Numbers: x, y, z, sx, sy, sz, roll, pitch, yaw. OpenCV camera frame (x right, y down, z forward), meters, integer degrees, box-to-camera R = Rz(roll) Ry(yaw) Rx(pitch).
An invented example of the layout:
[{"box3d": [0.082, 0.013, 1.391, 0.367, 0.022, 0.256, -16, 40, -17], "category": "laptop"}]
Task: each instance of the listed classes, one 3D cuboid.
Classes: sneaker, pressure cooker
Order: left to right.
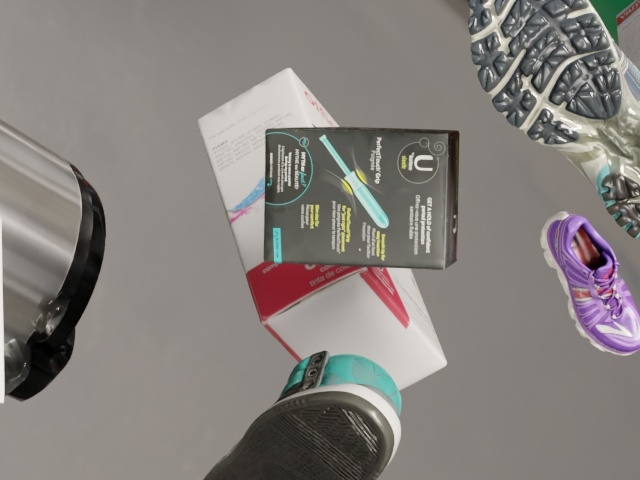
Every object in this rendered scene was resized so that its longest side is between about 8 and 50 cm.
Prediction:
[{"box3d": [-0.489, 0.010, 2.363, 0.375, 0.370, 0.420, 7, -18, 46], "category": "pressure cooker"}, {"box3d": [0.019, 0.165, 1.613, 0.124, 0.178, 0.295, 48, -38, -2], "category": "sneaker"}, {"box3d": [0.219, -0.116, 1.479, 0.283, 0.110, 0.122, 52, 16, -10], "category": "sneaker"}, {"box3d": [0.287, 0.047, 1.853, 0.170, 0.068, 0.071, 57, -15, -11], "category": "sneaker"}]

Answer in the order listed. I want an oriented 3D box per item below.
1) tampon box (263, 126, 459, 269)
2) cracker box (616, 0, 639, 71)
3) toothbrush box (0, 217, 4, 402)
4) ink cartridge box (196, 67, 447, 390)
[{"box3d": [0.038, -0.039, 1.573, 0.161, 0.120, 0.101, 2, 5, 10], "category": "tampon box"}, {"box3d": [0.410, -0.227, 1.977, 0.067, 0.155, 0.232, 41, 29, -19], "category": "cracker box"}, {"box3d": [-0.341, 0.038, 1.235, 0.295, 0.216, 0.126, -172, -99, -72], "category": "toothbrush box"}, {"box3d": [0.000, 0.000, 1.926, 0.226, 0.131, 0.306, 48, 19, -49], "category": "ink cartridge box"}]
